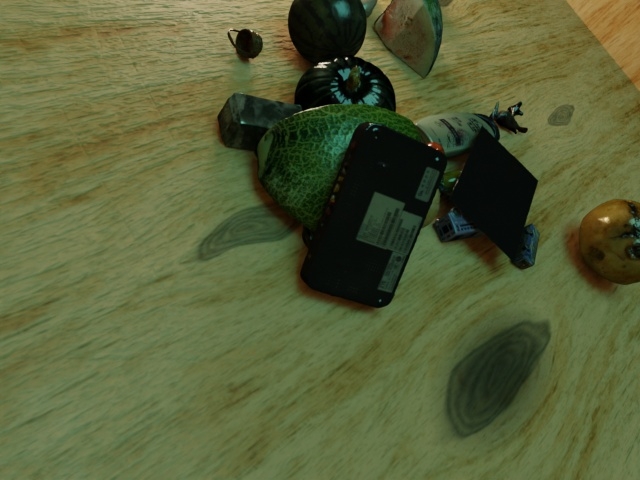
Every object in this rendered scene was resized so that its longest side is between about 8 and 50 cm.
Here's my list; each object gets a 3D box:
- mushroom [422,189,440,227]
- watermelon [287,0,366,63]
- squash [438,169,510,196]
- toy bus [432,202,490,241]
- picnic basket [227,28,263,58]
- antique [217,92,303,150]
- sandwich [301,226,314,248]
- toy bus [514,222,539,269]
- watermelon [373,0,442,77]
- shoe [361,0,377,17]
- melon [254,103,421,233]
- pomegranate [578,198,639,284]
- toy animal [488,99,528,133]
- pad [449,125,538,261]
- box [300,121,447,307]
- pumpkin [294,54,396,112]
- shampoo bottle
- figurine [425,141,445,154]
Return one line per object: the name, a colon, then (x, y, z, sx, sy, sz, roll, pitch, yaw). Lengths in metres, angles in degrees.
mushroom: (0.221, -0.096, 1.390, 0.148, 0.112, 0.148, -6, 107, -21)
watermelon: (0.017, -0.560, 1.485, 0.212, 0.212, 0.212, 18, 53, -25)
squash: (0.417, -0.145, 1.584, 0.331, 0.087, 0.087, 7, 58, -30)
toy bus: (0.376, -0.043, 1.495, 0.167, 0.073, 0.076, -8, 70, -35)
picnic basket: (-0.187, -0.474, 1.376, 0.083, 0.072, 0.072, -7, 66, -52)
antique: (-0.130, -0.253, 1.262, 0.183, 0.088, 0.086, 3, 60, -33)
sandwich: (0.001, 0.004, 1.232, 0.101, 0.026, 0.069, 33, 44, -18)
toy bus: (0.579, 0.016, 1.615, 0.061, 0.051, 0.153, 42, 46, -13)
watermelon: (0.279, -0.653, 1.806, 0.320, 0.213, 0.290, -88, 167, -77)
shoe: (0.148, -0.786, 1.813, 0.079, 0.078, 0.195, 28, 45, -19)
melon: (0.038, -0.138, 1.255, 0.343, 0.226, 0.331, 6, 101, -34)
pomegranate: (0.909, 0.005, 1.734, 0.260, 0.260, 0.260, 18, 53, -25)
toy animal: (0.617, -0.406, 1.907, 0.202, 0.070, 0.105, -5, 84, -41)
pad: (0.483, -0.140, 1.568, 0.247, 0.007, 0.367, 42, 49, -11)
box: (0.108, -0.046, 1.164, 0.211, 0.058, 0.350, 17, 98, -28)
pumpkin: (0.061, -0.334, 1.370, 0.249, 0.216, 0.250, 3, 65, -7)
shampoo bottle: (0.389, -0.313, 1.675, 0.359, 0.078, 0.134, -18, 70, -41)
figurine: (0.259, -0.200, 1.467, 0.068, 0.140, 0.075, 36, 46, -14)
